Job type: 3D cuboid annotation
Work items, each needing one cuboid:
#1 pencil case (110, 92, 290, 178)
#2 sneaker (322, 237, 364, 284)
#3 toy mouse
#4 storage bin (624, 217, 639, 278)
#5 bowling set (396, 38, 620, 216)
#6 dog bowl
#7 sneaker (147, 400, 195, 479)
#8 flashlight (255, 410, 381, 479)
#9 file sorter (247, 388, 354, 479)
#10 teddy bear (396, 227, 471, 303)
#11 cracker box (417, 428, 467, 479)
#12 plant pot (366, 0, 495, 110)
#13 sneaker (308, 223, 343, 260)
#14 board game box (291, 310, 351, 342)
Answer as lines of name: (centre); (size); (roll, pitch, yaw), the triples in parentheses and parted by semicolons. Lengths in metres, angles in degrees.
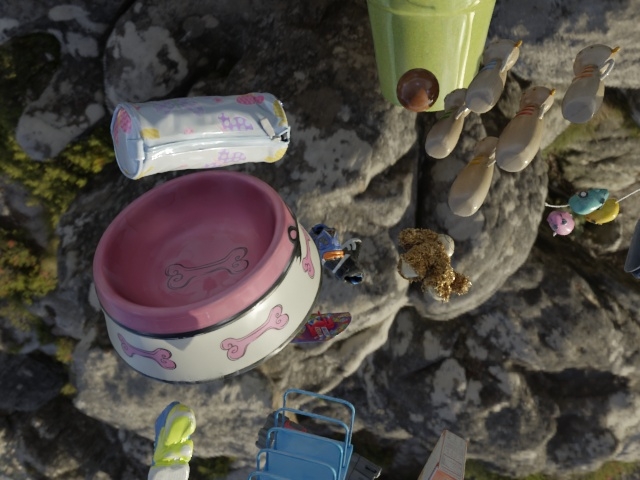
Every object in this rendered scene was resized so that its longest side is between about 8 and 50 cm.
pencil case: (-0.182, -0.164, 0.983); (0.273, 0.124, 0.114); (-12, 132, -35)
sneaker: (0.090, 0.070, 1.856); (0.121, 0.217, 0.079); (47, 120, 12)
toy mouse: (0.423, -0.043, 1.039); (0.143, 0.031, 0.161); (5, 150, -31)
storage bin: (0.398, 0.015, 0.685); (0.091, 0.135, 0.098); (43, 135, 2)
bowling set: (0.210, -0.185, 0.804); (0.199, 0.154, 0.287); (38, 143, -7)
dog bowl: (-0.208, 0.039, 1.112); (0.407, 0.408, 0.150); (-2, 136, 14)
sneaker: (-0.354, 0.491, 1.491); (0.091, 0.126, 0.240); (17, 95, -25)
flashlight: (-0.010, 0.536, 1.557); (0.304, 0.103, 0.103); (27, 148, 14)
file sorter: (-0.025, 0.308, 0.887); (0.118, 0.170, 0.105); (10, 121, 11)
teddy bear: (0.311, 0.055, 1.745); (0.245, 0.338, 0.113); (42, 113, 19)
cracker box: (0.271, 0.554, 1.452); (0.067, 0.232, 0.156); (28, 102, 12)
plant pot: (0.196, -0.388, 1.146); (0.275, 0.276, 0.254); (4, 133, 10)
sneaker: (0.000, 0.000, 1.597); (0.083, 0.221, 0.087); (-4, 95, -24)
board game box: (-0.007, 0.200, 1.550); (0.168, 0.133, 0.033); (-8, 112, 35)
